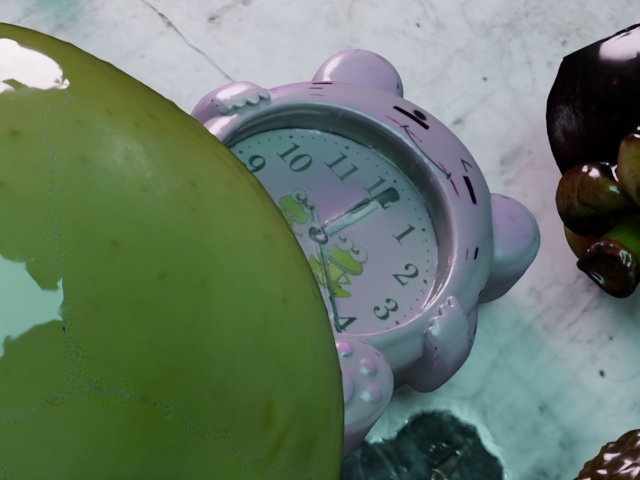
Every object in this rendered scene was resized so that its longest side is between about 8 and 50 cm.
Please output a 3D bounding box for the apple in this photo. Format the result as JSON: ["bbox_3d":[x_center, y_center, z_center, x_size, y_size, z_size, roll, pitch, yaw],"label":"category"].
[{"bbox_3d":[-0.226,0.088,0.943,0.473,0.473,0.474,10,57,-16],"label":"apple"}]

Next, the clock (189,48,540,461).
[{"bbox_3d":[0.000,0.000,1.286,0.322,0.113,0.295,-34,76,-35],"label":"clock"}]

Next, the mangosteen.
[{"bbox_3d":[0.303,-0.080,1.357,0.287,0.287,0.233,-27,100,-32],"label":"mangosteen"}]

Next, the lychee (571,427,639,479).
[{"bbox_3d":[0.263,0.248,1.174,0.271,0.236,0.236,-31,73,-5],"label":"lychee"}]
